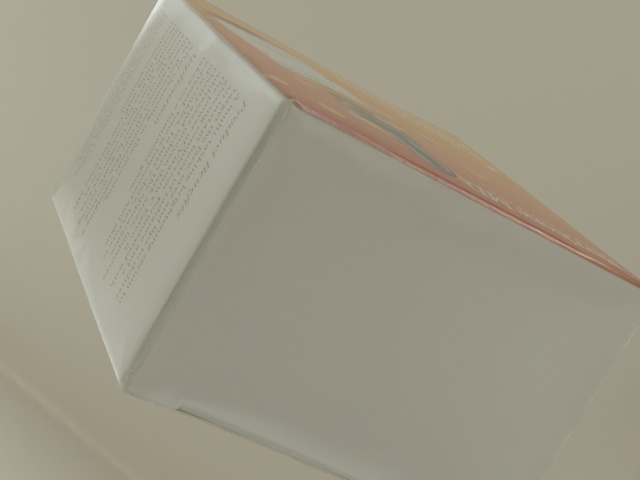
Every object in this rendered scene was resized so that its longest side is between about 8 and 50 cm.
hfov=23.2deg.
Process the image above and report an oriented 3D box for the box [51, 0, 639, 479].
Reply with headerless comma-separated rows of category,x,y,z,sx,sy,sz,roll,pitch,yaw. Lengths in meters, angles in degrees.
box,0.000,0.000,0.495,0.130,0.170,0.091,27,-80,-24
